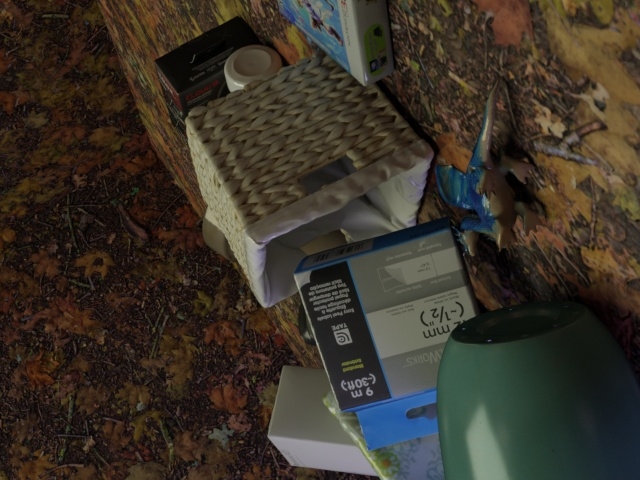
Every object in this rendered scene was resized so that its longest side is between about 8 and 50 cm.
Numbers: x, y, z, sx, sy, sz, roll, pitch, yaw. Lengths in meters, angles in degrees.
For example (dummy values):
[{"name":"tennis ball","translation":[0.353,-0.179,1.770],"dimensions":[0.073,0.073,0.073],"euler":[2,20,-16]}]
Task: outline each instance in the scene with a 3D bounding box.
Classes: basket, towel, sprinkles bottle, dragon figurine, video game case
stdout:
[{"name":"basket","translation":[-0.025,-0.102,1.385],"dimensions":[0.266,0.328,0.331],"euler":[58,168,20]},{"name":"towel","translation":[0.228,0.311,1.375],"dimensions":[0.374,0.320,0.090],"euler":[51,174,31]},{"name":"sprinkles bottle","translation":[-0.119,-0.264,1.789],"dimensions":[0.121,0.121,0.355],"euler":[50,165,31]},{"name":"dragon figurine","translation":[0.212,-0.079,1.080],"dimensions":[0.144,0.085,0.289],"euler":[38,156,56]},{"name":"video game case","translation":[0.000,-0.397,1.203],"dimensions":[0.269,0.061,0.244],"euler":[48,162,37]}]

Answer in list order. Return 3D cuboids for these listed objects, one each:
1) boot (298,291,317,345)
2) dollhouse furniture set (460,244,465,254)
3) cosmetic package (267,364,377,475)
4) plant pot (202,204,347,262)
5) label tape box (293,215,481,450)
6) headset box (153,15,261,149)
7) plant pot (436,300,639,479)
[{"name":"boot","translation":[0.017,0.096,2.119],"dimensions":[0.223,0.118,0.338],"euler":[-35,65,54]},{"name":"dollhouse furniture set","translation":[0.185,0.018,1.409],"dimensions":[0.058,0.076,0.152],"euler":[59,167,-4]},{"name":"cosmetic package","translation":[0.105,0.356,1.554],"dimensions":[0.197,0.366,0.155],"euler":[66,-150,-56]},{"name":"plant pot","translation":[-0.035,-0.038,1.673],"dimensions":[0.280,0.323,0.323],"euler":[36,159,20]},{"name":"label tape box","translation":[0.133,0.164,1.263],"dimensions":[0.115,0.249,0.347],"euler":[-52,-55,-77]},{"name":"headset box","translation":[-0.239,-0.352,1.815],"dimensions":[0.110,0.218,0.293],"euler":[53,165,18]},{"name":"plant pot","translation":[0.286,0.215,1.075],"dimensions":[0.293,0.293,0.235],"euler":[-175,70,-73]}]
